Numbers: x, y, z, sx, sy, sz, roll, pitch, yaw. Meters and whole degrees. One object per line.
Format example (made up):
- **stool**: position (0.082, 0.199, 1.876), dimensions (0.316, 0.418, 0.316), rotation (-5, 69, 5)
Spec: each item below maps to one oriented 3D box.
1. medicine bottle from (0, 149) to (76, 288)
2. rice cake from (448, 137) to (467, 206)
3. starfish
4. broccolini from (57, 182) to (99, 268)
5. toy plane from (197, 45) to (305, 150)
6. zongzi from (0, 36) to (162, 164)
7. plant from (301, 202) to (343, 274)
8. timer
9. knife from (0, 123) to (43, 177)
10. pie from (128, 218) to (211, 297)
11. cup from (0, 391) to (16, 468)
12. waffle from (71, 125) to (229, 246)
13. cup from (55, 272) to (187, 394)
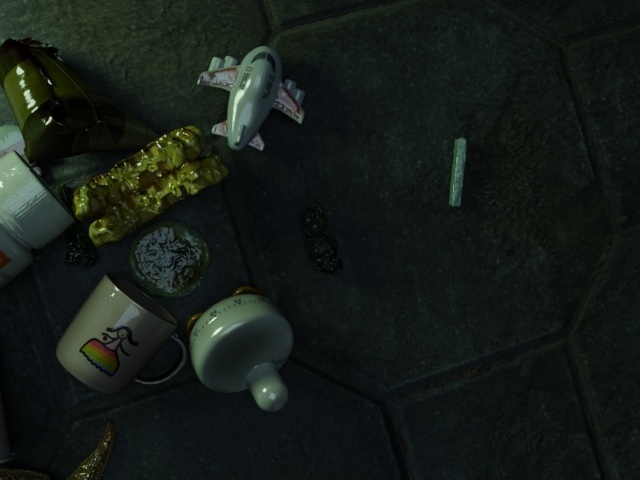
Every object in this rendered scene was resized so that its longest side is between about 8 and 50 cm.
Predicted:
- **medicine bottle**: position (-0.703, 0.005, 1.402), dimensions (0.371, 0.211, 0.211), rotation (-41, 96, -11)
- **rice cake**: position (0.336, -0.166, 1.698), dimensions (0.029, 0.033, 0.171), rotation (5, 89, -6)
- **starfish**: position (-0.597, 0.558, 1.511), dimensions (0.293, 0.084, 0.302), rotation (-1, 94, -11)
- **broccolini**: position (-0.554, -0.032, 1.536), dimensions (0.073, 0.058, 0.201), rotation (-19, 93, -16)
- **toy plane**: position (-0.156, -0.323, 1.578), dimensions (0.252, 0.118, 0.252), rotation (1, 87, -12)
- **zongzi**: position (-0.524, -0.312, 1.533), dimensions (0.317, 0.154, 0.290), rotation (-7, 63, -48)
- **plant**: position (0.000, 0.000, 1.622), dimensions (0.085, 0.087, 0.174), rotation (-24, 99, -39)
- **timer**: position (-0.163, 0.241, 1.508), dimensions (0.233, 0.240, 0.234), rotation (-18, 134, -20)
- **knife**: position (-0.736, -0.066, 1.516), dimensions (0.132, 0.038, 0.399), rotation (31, 85, -12)
- **pie**: position (-0.342, 0.042, 1.576), dimensions (0.186, 0.041, 0.187), rotation (1, 87, -14)
- **cup**: position (-0.766, 0.338, 1.418), dimensions (0.253, 0.253, 0.274), rotation (-6, 82, -9)
- **waffle**: position (-0.363, -0.117, 1.468), dimensions (0.324, 0.261, 0.151), rotation (-30, 102, -6)
- **cup**: position (-0.417, 0.223, 1.495), dimensions (0.252, 0.191, 0.200), rotation (37, 86, -14)
